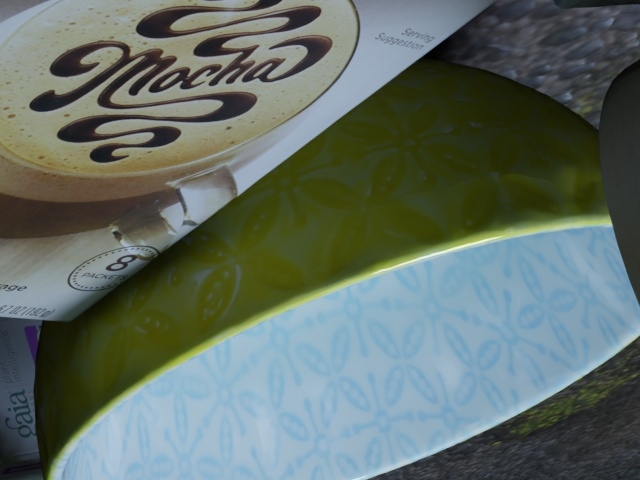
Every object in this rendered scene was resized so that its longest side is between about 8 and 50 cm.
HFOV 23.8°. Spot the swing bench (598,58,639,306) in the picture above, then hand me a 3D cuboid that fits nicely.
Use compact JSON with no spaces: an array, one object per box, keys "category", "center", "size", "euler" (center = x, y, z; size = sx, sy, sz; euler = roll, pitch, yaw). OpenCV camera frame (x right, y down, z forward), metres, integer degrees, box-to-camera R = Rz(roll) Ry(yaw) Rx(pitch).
[{"category":"swing bench","center":[0.251,-0.052,0.485],"size":[0.253,0.165,0.254],"euler":[-34,150,31]}]

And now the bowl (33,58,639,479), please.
[{"category":"bowl","center":[0.000,0.000,0.677],"size":[0.289,0.156,0.289],"euler":[-18,157,-8]}]

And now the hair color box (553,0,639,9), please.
[{"category":"hair color box","center":[0.218,-0.219,0.425],"size":[0.185,0.114,0.374],"euler":[-5,153,-35]}]

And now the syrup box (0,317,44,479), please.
[{"category":"syrup box","center":[-0.193,0.125,0.877],"size":[0.096,0.093,0.237],"euler":[-3,152,-37]}]

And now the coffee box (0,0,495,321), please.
[{"category":"coffee box","center":[-0.059,-0.097,0.448],"size":[0.297,0.119,0.168],"euler":[-35,153,31]}]
